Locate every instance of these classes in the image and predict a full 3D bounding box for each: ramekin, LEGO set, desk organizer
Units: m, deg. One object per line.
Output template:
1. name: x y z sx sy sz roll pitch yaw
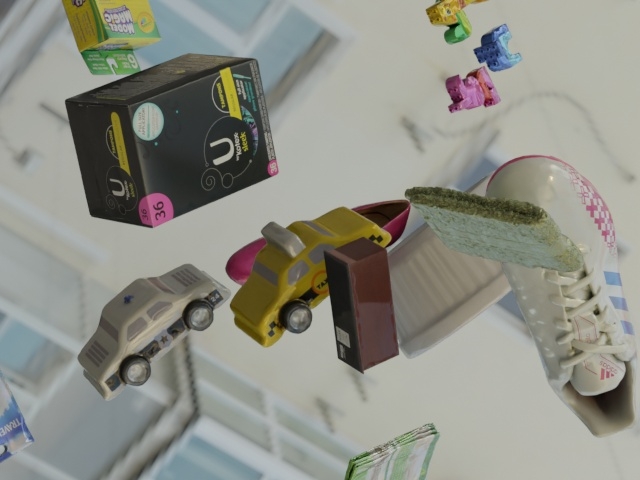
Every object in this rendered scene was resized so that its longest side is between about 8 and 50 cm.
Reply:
1. ramekin: 0.182 0.023 2.337 0.273 0.127 0.273 -38 180 0
2. LEGO set: 0.150 -0.247 2.062 0.087 0.227 0.093 -14 -163 49
3. desk organizer: 0.044 0.067 1.874 0.050 0.130 0.047 -22 -150 -27

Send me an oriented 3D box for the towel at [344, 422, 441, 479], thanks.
1. towel: 0.081 0.289 2.178 0.023 0.152 0.113 32 -55 34

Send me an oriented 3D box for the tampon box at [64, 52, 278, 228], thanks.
1. tampon box: -0.139 -0.097 1.705 0.161 0.120 0.101 -26 -156 -38

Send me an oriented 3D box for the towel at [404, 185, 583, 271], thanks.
1. towel: 0.155 -0.012 1.614 0.148 0.110 0.027 11 -110 35

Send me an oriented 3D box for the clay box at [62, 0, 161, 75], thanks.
1. clay box: -0.271 -0.315 2.223 0.053 0.222 0.127 -22 177 26

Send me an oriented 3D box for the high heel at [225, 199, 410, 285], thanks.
1. high heel: 0.000 0.000 2.236 0.117 0.244 0.082 -52 -127 45

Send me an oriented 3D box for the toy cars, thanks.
1. toy cars: -0.113 0.052 1.985 0.394 0.087 0.176 -20 -148 25

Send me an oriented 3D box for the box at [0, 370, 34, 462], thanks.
1. box: -0.370 0.147 1.794 0.042 0.178 0.109 -15 -167 48

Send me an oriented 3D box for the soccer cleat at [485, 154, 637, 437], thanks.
1. soccer cleat: 0.249 0.059 1.736 0.116 0.331 0.143 -21 -136 7
